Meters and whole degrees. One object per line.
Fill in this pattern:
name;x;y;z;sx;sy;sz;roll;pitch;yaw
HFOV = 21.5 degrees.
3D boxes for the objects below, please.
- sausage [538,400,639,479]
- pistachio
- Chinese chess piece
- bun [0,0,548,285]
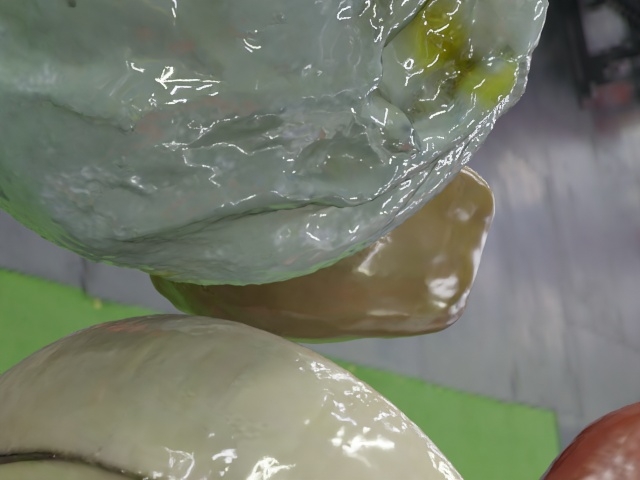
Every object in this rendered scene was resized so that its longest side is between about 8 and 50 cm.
sausage;0.126;0.154;0.664;0.254;0.148;0.148;-51;139;-16
pistachio;0.000;0.000;1.299;0.212;0.261;0.162;100;-17;-46
Chinese chess piece;-0.063;0.202;0.891;0.140;0.338;0.338;-49;127;-51
bun;-0.013;-0.140;0.793;0.362;0.211;0.361;-22;123;-40
